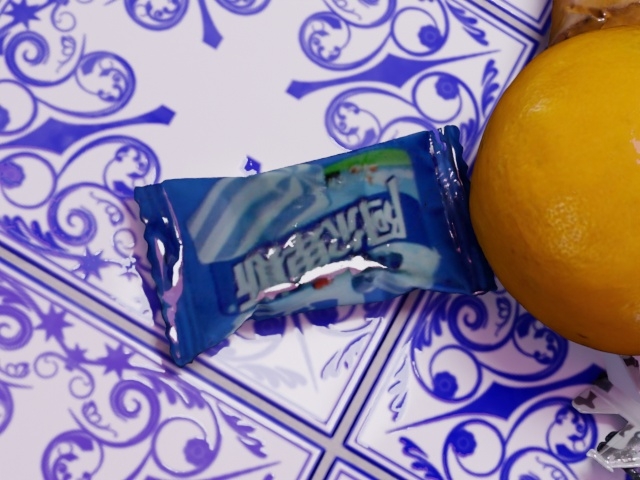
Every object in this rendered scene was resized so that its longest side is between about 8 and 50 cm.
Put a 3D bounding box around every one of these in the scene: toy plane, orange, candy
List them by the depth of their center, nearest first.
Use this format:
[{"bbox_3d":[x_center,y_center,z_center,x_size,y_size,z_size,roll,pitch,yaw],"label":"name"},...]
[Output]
[{"bbox_3d":[0.294,-0.049,1.384,0.312,0.312,0.312,4,73,-14],"label":"orange"},{"bbox_3d":[0.000,0.000,1.412,0.331,0.077,0.187,-10,74,-16],"label":"candy"},{"bbox_3d":[0.343,0.197,1.441,0.160,0.082,0.234,-35,73,-30],"label":"toy plane"}]

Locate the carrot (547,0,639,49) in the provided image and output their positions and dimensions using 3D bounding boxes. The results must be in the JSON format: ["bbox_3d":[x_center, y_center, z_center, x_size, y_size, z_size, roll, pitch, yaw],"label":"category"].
[{"bbox_3d":[0.317,-0.290,1.543,0.196,0.196,0.254,6,63,-13],"label":"carrot"}]
